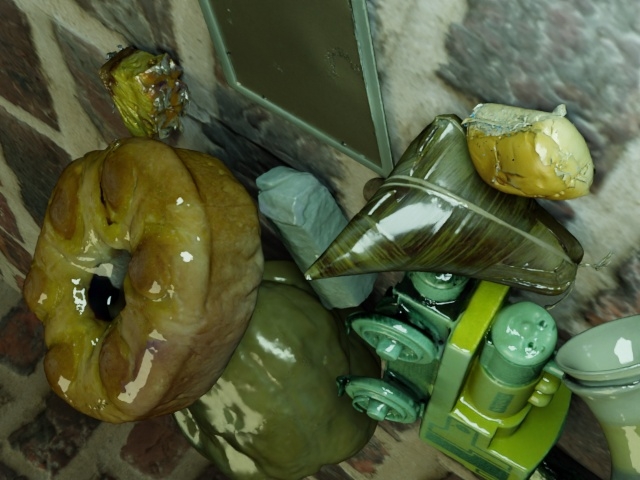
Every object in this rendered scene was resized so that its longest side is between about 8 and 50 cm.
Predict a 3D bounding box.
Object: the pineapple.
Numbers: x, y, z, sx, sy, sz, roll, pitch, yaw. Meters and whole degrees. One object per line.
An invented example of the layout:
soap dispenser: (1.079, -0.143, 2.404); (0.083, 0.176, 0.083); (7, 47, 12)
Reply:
pineapple: (-0.189, -0.170, 1.397); (0.116, 0.069, 0.137); (42, 154, 11)

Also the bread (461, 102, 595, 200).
bread: (0.155, -0.063, 0.962); (0.106, 0.053, 0.072); (22, 152, 56)

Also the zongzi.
zongzi: (0.109, 0.021, 1.037); (0.187, 0.184, 0.084); (42, 164, -4)

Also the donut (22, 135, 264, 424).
donut: (-0.197, 0.045, 1.405); (0.150, 0.299, 0.317); (4, 161, -42)

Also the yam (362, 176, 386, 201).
yam: (0.090, -0.038, 1.185); (0.145, 0.032, 0.032); (15, 149, 55)

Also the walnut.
walnut: (-0.061, 0.158, 1.578); (0.253, 0.282, 0.277); (-26, 113, 23)

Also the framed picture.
framed picture: (-0.027, -0.174, 1.122); (0.216, 0.016, 0.273); (33, 160, 24)

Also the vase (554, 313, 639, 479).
vase: (0.296, 0.226, 1.062); (0.173, 0.173, 0.321); (2, 116, 62)

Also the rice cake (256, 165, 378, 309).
rice cake: (0.000, 0.000, 1.403); (0.069, 0.063, 0.206); (16, 152, 40)

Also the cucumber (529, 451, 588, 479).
cucumber: (0.246, 0.266, 1.562); (0.211, 0.062, 0.078); (40, 129, 18)

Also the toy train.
toy train: (0.147, 0.115, 1.271); (0.237, 0.150, 0.369); (27, 160, 11)
